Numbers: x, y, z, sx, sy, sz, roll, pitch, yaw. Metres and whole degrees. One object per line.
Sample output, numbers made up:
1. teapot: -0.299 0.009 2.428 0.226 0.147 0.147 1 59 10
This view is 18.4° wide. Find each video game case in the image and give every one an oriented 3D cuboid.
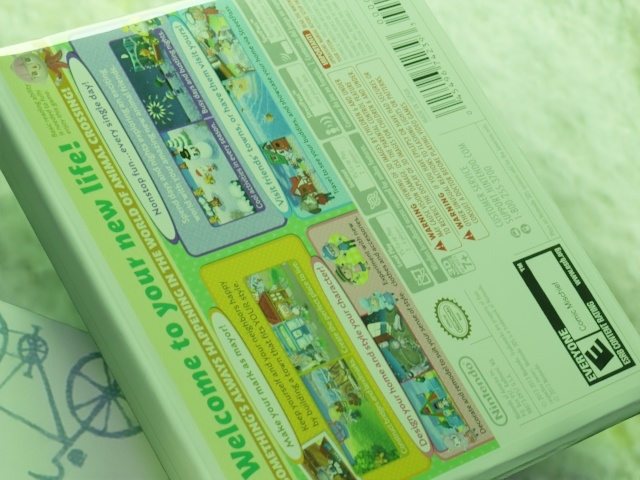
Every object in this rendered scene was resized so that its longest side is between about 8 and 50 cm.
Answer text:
1. video game case: 0.000 0.000 0.713 0.193 0.023 0.212 -20 71 -33

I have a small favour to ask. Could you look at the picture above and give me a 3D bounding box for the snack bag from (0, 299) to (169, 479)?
1. snack bag: -0.039 0.212 0.627 0.323 0.037 0.342 23 63 -12
